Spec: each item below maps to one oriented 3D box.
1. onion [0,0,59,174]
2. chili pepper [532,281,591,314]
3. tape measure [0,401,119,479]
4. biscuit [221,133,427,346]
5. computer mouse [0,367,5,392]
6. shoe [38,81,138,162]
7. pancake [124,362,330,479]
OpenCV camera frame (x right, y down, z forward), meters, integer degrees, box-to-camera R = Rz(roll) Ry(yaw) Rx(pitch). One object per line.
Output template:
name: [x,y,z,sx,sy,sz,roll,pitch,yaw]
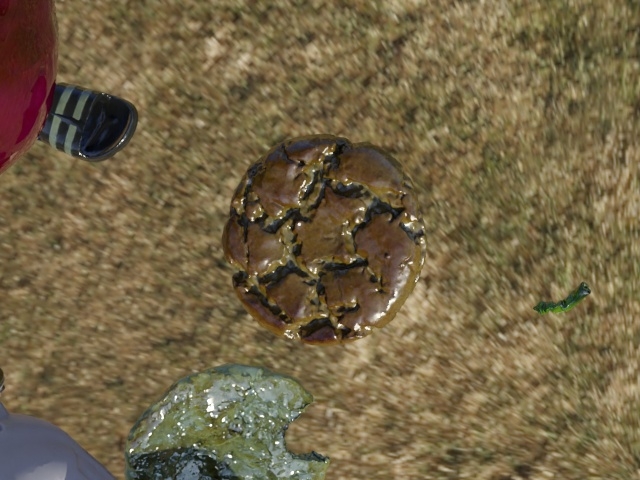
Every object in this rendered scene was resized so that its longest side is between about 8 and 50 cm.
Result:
onion: [-0.341,-0.182,1.058,0.260,0.282,0.336,20,118,51]
chili pepper: [0.323,0.082,1.832,0.083,0.027,0.022,-27,37,25]
tape measure: [-0.103,0.148,0.463,0.105,0.196,0.178,-14,54,19]
biscuit: [0.000,0.000,1.380,0.226,0.042,0.226,3,98,20]
computer mouse: [-0.507,0.227,1.614,0.158,0.072,0.310,15,44,27]
shoe: [-0.262,-0.126,1.347,0.179,0.049,0.071,18,88,31]
pancake: [-0.113,0.254,1.636,0.254,0.037,0.253,-5,115,-12]
